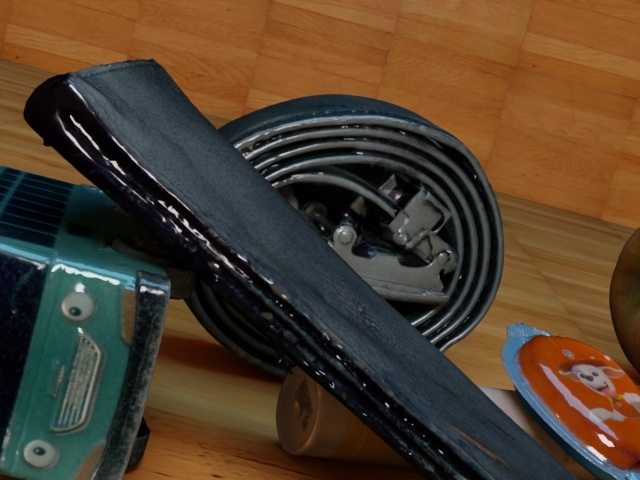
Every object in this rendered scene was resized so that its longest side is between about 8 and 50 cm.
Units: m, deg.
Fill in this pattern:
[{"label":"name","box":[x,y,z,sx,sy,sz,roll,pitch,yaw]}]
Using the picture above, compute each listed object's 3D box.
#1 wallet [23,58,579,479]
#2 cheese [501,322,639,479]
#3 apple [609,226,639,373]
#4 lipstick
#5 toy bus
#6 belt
[{"label":"wallet","box":[0.008,0.043,0.748,0.379,0.046,0.190,44,9,-1]},{"label":"cheese","box":[0.190,0.134,0.846,0.106,0.037,0.256,6,34,-34]},{"label":"apple","box":[0.372,0.060,1.297,0.174,0.188,0.188,20,6,-26]},{"label":"lipstick","box":[0.100,0.122,0.893,0.264,0.059,0.059,10,11,-28]},{"label":"toy bus","box":[-0.153,0.040,0.768,0.147,0.128,0.256,14,8,-9]},{"label":"belt","box":[0.000,0.000,1.003,0.268,0.206,0.116,0,14,-15]}]
